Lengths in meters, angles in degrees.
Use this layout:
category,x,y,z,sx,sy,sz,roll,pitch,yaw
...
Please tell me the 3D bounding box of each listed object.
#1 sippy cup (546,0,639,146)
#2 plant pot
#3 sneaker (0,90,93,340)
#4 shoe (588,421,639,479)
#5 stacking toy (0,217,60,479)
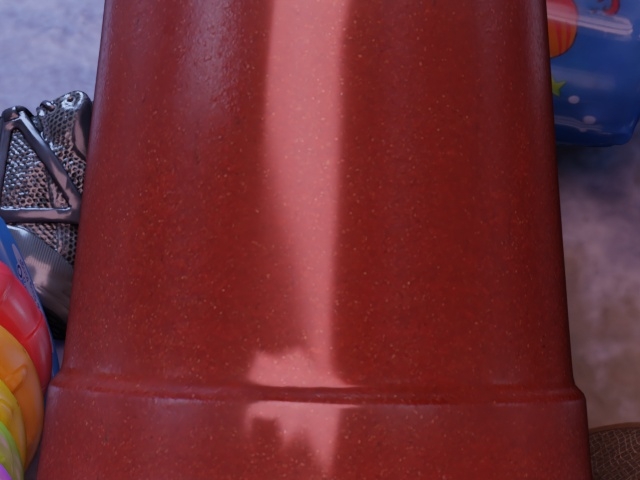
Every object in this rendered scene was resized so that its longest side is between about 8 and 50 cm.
category,x,y,z,sx,sy,sz,roll,pitch,yaw
sippy cup,0.089,-0.157,1.050,0.224,0.305,0.240,14,21,3
plant pot,0.000,0.000,0.843,0.272,0.272,0.265,1,89,8
sneaker,-0.201,-0.046,1.089,0.227,0.087,0.130,28,65,18
shoe,0.100,0.169,0.947,0.219,0.058,0.076,-32,34,-17
stacking toy,-0.202,0.117,0.878,0.165,0.175,0.302,-18,31,-4
